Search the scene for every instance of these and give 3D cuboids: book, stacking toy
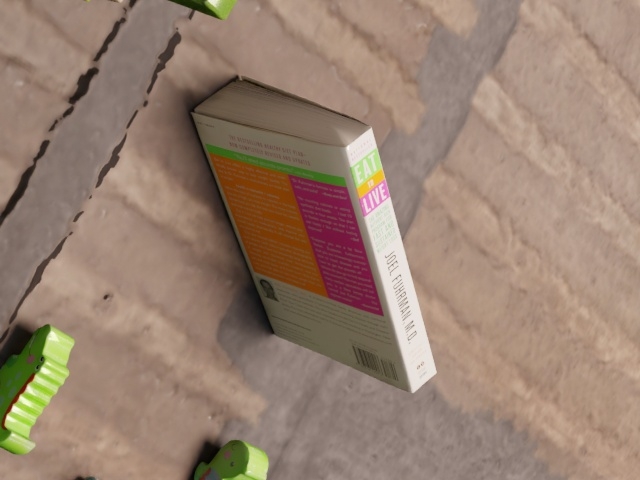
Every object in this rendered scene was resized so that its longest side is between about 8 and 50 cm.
[{"bbox_3d":[0.000,0.000,0.836,0.035,0.096,0.144,-39,131,-30],"label":"book"},{"bbox_3d":[-0.119,0.169,0.814,0.167,0.052,0.221,36,79,-48],"label":"stacking toy"}]

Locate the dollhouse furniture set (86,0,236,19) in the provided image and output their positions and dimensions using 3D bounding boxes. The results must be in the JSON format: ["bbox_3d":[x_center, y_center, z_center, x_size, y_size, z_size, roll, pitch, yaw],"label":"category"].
[{"bbox_3d":[-0.092,-0.145,0.707,0.151,0.058,0.076,42,74,-47],"label":"dollhouse furniture set"}]
